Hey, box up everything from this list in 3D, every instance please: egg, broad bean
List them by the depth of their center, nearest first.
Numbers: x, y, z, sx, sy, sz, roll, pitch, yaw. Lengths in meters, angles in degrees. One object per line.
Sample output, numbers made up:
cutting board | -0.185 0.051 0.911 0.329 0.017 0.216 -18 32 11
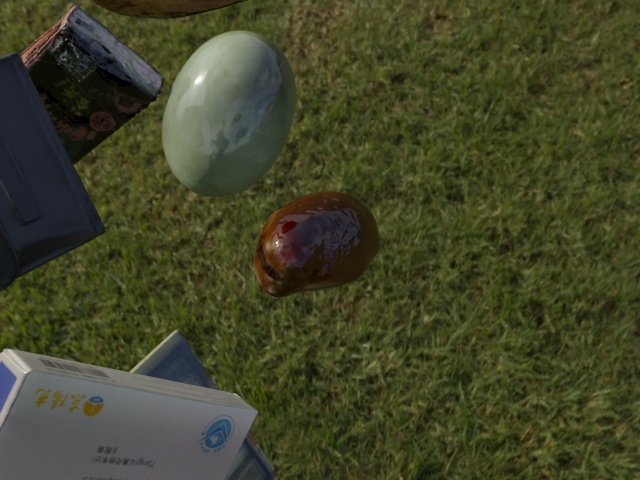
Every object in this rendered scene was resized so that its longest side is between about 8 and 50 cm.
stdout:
broad bean | 0.000 0.000 0.803 0.165 0.084 0.114 -17 73 -41
egg | -0.188 -0.256 1.524 0.259 0.258 0.352 22 102 14

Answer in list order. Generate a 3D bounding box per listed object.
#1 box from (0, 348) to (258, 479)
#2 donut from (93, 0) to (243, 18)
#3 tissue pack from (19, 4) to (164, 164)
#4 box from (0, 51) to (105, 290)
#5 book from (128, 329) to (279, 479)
box | -0.246 0.254 0.865 0.065 0.343 0.200 27 91 42
donut | -0.139 -0.366 0.737 0.317 0.150 0.299 11 83 -27
tissue pack | -0.522 -0.320 1.559 0.332 0.245 0.123 -28 39 33
box | -0.558 -0.129 1.245 0.204 0.345 0.251 -31 24 -24
book | -0.209 0.332 1.154 0.228 0.018 0.322 -45 110 -45
